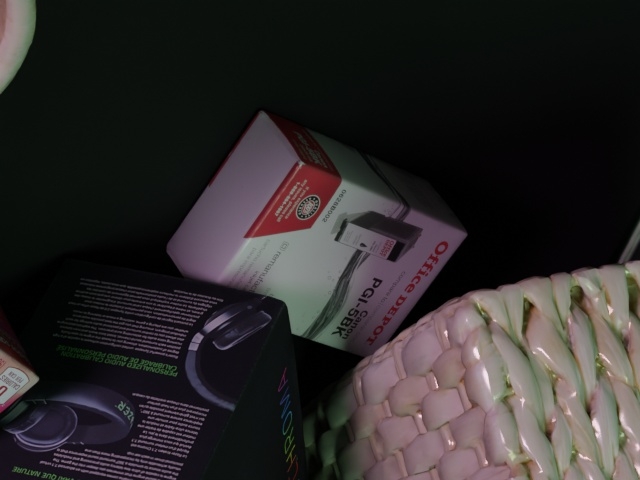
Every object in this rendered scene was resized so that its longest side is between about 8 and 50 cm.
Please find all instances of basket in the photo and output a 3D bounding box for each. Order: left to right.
[{"bbox_3d":[0.175,0.189,1.005,0.266,0.328,0.331,-9,167,-22],"label":"basket"}]

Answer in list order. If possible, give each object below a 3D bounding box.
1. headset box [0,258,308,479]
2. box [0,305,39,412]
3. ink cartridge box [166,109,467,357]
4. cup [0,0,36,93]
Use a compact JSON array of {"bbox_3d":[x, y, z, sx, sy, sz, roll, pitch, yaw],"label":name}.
[{"bbox_3d":[-0.112,0.199,0.935,0.131,0.283,0.246,10,133,15],"label":"headset box"},{"bbox_3d":[-0.263,0.011,0.811,0.128,0.123,0.257,-41,135,5],"label":"box"},{"bbox_3d":[0.000,0.000,1.011,0.135,0.056,0.099,20,112,-40],"label":"ink cartridge box"},{"bbox_3d":[-0.265,-0.159,0.545,0.331,0.237,0.331,-9,163,-3],"label":"cup"}]
